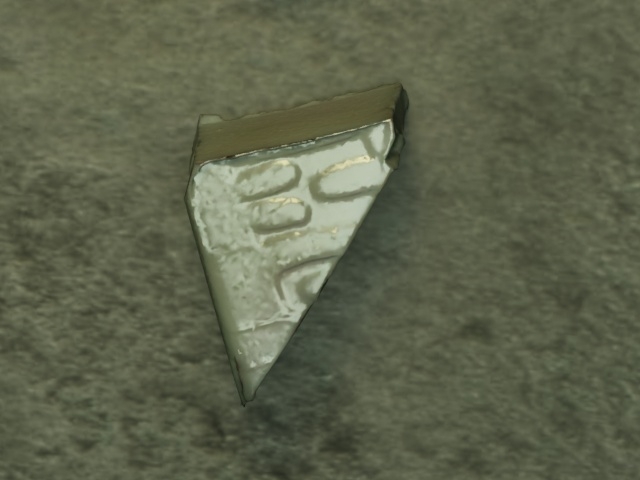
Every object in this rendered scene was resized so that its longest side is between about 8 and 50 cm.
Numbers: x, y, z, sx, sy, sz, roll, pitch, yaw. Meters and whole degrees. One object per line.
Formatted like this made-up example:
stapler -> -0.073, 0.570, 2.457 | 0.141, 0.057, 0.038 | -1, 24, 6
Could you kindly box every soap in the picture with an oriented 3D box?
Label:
soap -> 0.000, 0.000, 1.888 | 0.257, 0.159, 0.302 | -13, 107, 3
